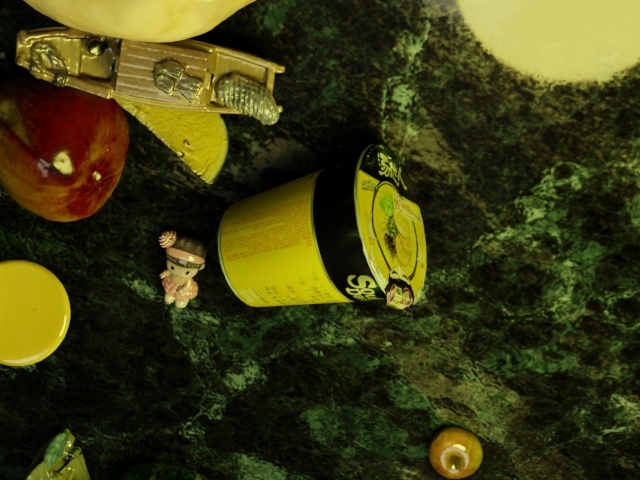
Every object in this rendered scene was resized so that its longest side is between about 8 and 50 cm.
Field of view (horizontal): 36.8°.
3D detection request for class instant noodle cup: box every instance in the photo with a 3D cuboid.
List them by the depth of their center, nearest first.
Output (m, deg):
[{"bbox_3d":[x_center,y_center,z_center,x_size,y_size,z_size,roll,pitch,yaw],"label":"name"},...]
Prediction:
[{"bbox_3d":[0.000,0.000,1.284,0.236,0.215,0.215,-13,124,27],"label":"instant noodle cup"}]

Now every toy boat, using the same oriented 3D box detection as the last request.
[{"bbox_3d":[-0.199,-0.203,1.154,0.321,0.121,0.089,8,103,-13],"label":"toy boat"},{"bbox_3d":[-0.464,0.452,1.732,0.084,0.111,0.276,2,128,14],"label":"toy boat"}]

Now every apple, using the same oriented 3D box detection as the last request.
[{"bbox_3d":[0.221,0.344,1.575,0.090,0.074,0.089,4,125,6],"label":"apple"}]

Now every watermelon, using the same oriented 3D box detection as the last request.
[{"bbox_3d":[-0.179,-0.162,1.247,0.181,0.092,0.075,44,106,-3],"label":"watermelon"}]

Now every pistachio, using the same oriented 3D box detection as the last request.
[{"bbox_3d":[-0.202,-0.327,1.048,0.321,0.229,0.238,5,159,15],"label":"pistachio"}]

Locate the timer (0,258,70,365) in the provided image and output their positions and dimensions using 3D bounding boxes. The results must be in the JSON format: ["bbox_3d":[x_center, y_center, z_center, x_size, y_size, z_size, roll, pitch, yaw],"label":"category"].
[{"bbox_3d":[-0.570,0.046,1.325,0.387,0.376,0.376,-26,122,-4],"label":"timer"}]

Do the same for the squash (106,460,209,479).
[{"bbox_3d":[-0.286,0.506,1.712,0.252,0.165,0.252,4,130,4],"label":"squash"}]

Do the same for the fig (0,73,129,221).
[{"bbox_3d":[-0.396,-0.139,1.237,0.290,0.190,0.190,17,127,-6],"label":"fig"}]

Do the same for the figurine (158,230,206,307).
[{"bbox_3d":[-0.209,0.040,1.428,0.072,0.054,0.129,25,135,8],"label":"figurine"}]
